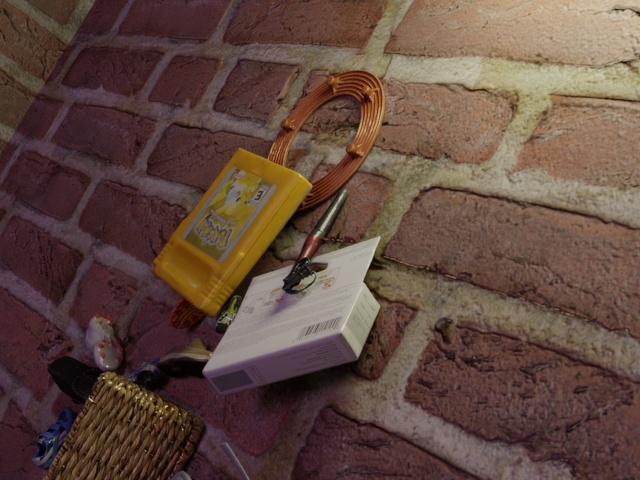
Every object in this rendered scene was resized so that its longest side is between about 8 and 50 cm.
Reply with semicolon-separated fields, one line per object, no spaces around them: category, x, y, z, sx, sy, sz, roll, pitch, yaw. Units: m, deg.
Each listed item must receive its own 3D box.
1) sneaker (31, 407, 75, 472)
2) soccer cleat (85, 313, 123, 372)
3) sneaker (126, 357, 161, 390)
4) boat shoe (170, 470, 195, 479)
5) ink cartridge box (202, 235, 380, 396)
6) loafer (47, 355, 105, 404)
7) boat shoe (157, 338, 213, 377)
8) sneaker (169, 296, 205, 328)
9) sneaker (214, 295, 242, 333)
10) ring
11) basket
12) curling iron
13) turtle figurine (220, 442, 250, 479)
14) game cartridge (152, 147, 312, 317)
sneaker;-0.578;0.428;2.255;0.053;0.059;0.144;-15;50;47
soccer cleat;-0.481;0.240;2.297;0.076;0.068;0.196;-62;30;20
sneaker;-0.360;0.279;2.126;0.135;0.052;0.058;-32;19;41
boat shoe;-0.197;0.511;1.680;0.114;0.091;0.303;-46;36;28
ink cartridge box;-0.033;0.131;1.792;0.296;0.066;0.261;-19;27;32
loafer;-0.509;0.319;2.262;0.080;0.078;0.220;-34;36;-28
boat shoe;-0.248;0.221;2.019;0.190;0.068;0.072;-7;45;49
sneaker;-0.246;0.107;2.125;0.175;0.064;0.067;-52;19;-8
sneaker;-0.181;0.145;2.031;0.083;0.031;0.035;-57;20;-10
ring;-0.003;-0.208;2.102;0.336;0.032;0.337;-31;41;32
basket;-0.380;0.428;1.980;0.299;0.223;0.213;-63;1;-11
curling iron;0.000;0.000;1.868;0.068;0.035;0.274;-19;29;39
turtle figurine;-0.013;0.380;1.457;0.266;0.198;0.275;-13;33;28
game cartridge;-0.189;-0.025;2.080;0.324;0.052;0.285;-52;33;-7
